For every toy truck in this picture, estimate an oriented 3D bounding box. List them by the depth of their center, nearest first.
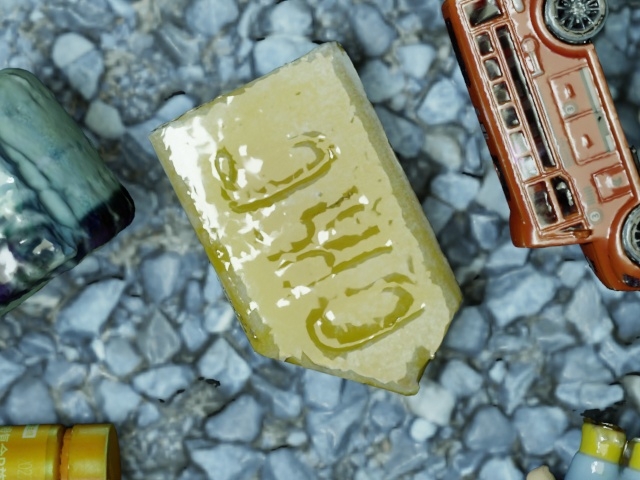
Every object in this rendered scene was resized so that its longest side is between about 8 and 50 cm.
[{"bbox_3d":[0.175,-0.075,1.137,0.114,0.107,0.253,-19,94,1],"label":"toy truck"}]

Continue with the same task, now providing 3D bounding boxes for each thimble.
[{"bbox_3d":[-0.247,-0.010,1.071,0.237,0.237,0.150,-38,94,2],"label":"thimble"}]

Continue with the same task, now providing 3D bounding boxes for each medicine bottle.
[{"bbox_3d":[-0.247,0.185,1.155,0.191,0.096,0.096,-2,95,0],"label":"medicine bottle"}]

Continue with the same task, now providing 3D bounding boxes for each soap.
[{"bbox_3d":[0.000,0.000,1.152,0.160,0.080,0.258,-27,94,2],"label":"soap"}]

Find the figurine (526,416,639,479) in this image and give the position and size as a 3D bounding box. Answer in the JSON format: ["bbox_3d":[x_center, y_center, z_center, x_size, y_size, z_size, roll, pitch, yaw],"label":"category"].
[{"bbox_3d":[0.194,0.266,1.157,0.162,0.143,0.263,18,84,-8],"label":"figurine"}]
